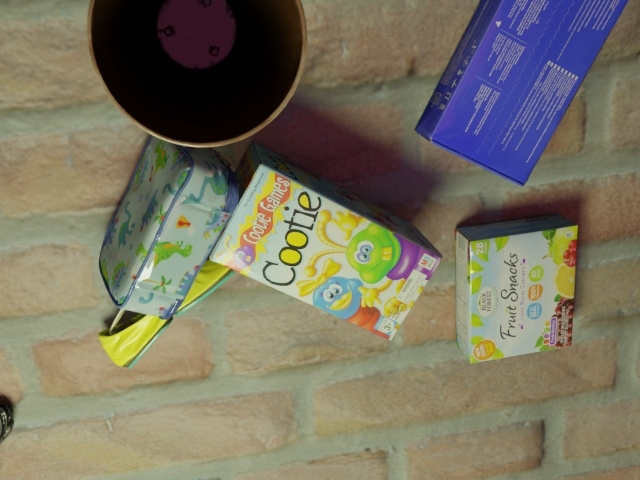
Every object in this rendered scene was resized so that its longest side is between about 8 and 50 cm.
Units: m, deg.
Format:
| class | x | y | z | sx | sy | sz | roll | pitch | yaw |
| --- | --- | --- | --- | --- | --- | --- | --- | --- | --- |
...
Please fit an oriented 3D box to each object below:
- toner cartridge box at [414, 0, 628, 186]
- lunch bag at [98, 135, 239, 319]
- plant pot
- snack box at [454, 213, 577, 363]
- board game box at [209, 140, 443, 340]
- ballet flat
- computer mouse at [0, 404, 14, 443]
| class | x | y | z | sx | sy | sz | roll | pitch | yaw |
| --- | --- | --- | --- | --- | --- | --- | --- | --- | --- |
| toner cartridge box | 0.285 | -0.266 | 0.943 | 0.165 | 0.075 | 0.348 | 23 | 104 | -19 |
| lunch bag | -0.200 | -0.027 | 0.883 | 0.090 | 0.176 | 0.219 | 20 | 104 | -37 |
| plant pot | -0.139 | -0.235 | 0.787 | 0.215 | 0.230 | 0.216 | -3 | 109 | -10 |
| snack box | 0.300 | 0.074 | 1.071 | 0.174 | 0.070 | 0.207 | -7 | 110 | -9 |
| board game box | 0.000 | 0.000 | 0.946 | 0.275 | 0.144 | 0.142 | 26 | 103 | -18 |
| ballet flat | -0.222 | 0.086 | 0.975 | 0.231 | 0.077 | 0.077 | -42 | 97 | 7 |
| computer mouse | -0.597 | 0.290 | 0.979 | 0.272 | 0.072 | 0.189 | 15 | 104 | -29 |
